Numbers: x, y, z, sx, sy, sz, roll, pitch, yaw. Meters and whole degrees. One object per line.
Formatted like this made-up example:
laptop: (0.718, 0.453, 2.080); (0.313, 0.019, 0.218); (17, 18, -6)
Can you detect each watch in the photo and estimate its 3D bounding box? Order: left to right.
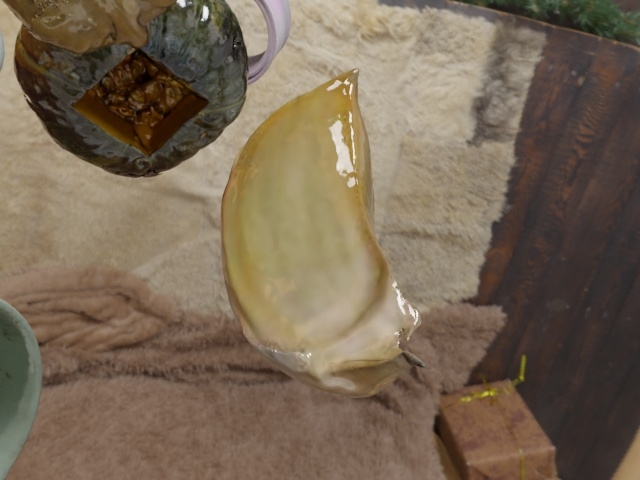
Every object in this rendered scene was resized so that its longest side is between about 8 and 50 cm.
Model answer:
watch: (-0.163, -0.375, 1.130); (0.217, 0.211, 0.248); (0, 123, 13)

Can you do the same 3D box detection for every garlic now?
garlic: (-0.003, 0.018, 0.577); (0.151, 0.338, 0.196); (9, 132, -14)

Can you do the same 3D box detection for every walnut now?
walnut: (-0.228, -0.282, 0.692); (0.198, 0.245, 0.198); (-12, 126, -17)

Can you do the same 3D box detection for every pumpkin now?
pumpkin: (-0.256, -0.236, 0.989); (0.320, 0.192, 0.320); (-10, 132, -12)

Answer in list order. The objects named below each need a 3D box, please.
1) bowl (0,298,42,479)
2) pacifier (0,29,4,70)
bowl: (-0.366, 0.130, 0.514); (0.146, 0.289, 0.289); (27, 115, 22)
pacifier: (-0.349, -0.224, 0.537); (0.288, 0.343, 0.269); (-33, 117, -24)
